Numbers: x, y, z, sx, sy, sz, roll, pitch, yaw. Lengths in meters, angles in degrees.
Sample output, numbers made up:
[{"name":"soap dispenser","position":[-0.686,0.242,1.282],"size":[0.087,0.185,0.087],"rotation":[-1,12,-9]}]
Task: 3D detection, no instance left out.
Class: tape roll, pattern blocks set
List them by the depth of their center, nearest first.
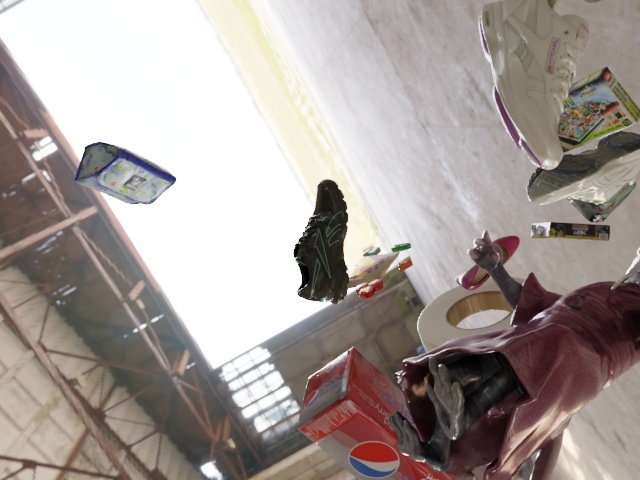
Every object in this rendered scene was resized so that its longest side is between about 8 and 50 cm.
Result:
[{"name":"pattern blocks set","position":[0.139,0.090,1.709],"size":[0.285,0.325,0.026],"rotation":[-7,111,46]},{"name":"tape roll","position":[0.483,0.233,1.743],"size":[0.392,0.392,0.072],"rotation":[-115,2,-72]}]

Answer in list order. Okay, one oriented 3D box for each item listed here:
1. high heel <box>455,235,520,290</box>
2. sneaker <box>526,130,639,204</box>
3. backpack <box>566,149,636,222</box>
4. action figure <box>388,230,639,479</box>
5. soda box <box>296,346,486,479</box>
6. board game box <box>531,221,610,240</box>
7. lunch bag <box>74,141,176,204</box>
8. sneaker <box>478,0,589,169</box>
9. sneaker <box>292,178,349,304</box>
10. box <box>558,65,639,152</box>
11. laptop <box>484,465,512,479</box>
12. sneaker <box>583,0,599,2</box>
[{"name":"high heel","position":[0.525,0.066,1.790],"size":[0.082,0.244,0.117],"rotation":[60,175,-7]},{"name":"sneaker","position":[0.574,-0.127,1.250],"size":[0.111,0.297,0.129],"rotation":[-126,19,-55]},{"name":"backpack","position":[0.797,-0.170,1.719],"size":[0.188,0.166,0.144],"rotation":[45,171,21]},{"name":"action figure","position":[0.263,0.115,0.589],"size":[0.248,0.370,0.276],"rotation":[-9,101,66]},{"name":"soda box","position":[0.096,0.257,0.723],"size":[0.263,0.083,0.092],"rotation":[44,-154,-15]},{"name":"board game box","position":[0.719,-0.025,1.701],"size":[0.141,0.170,0.048],"rotation":[-159,72,-88]},{"name":"lunch bag","position":[-0.366,-0.128,1.115],"size":[0.129,0.151,0.096],"rotation":[27,-115,-46]},{"name":"sneaker","position":[0.330,-0.255,0.875],"size":[0.114,0.152,0.305],"rotation":[29,-130,-56]},{"name":"sneaker","position":[0.000,0.000,1.234],"size":[0.101,0.106,0.267],"rotation":[154,116,-71]},{"name":"box","position":[0.492,-0.240,1.136],"size":[0.114,0.036,0.207],"rotation":[46,155,-10]},{"name":"laptop","position":[0.373,0.575,1.324],"size":[0.236,0.382,0.408],"rotation":[48,136,35]},{"name":"sneaker","position":[0.569,-0.520,1.088],"size":[0.146,0.122,0.330],"rotation":[45,-175,16]}]
